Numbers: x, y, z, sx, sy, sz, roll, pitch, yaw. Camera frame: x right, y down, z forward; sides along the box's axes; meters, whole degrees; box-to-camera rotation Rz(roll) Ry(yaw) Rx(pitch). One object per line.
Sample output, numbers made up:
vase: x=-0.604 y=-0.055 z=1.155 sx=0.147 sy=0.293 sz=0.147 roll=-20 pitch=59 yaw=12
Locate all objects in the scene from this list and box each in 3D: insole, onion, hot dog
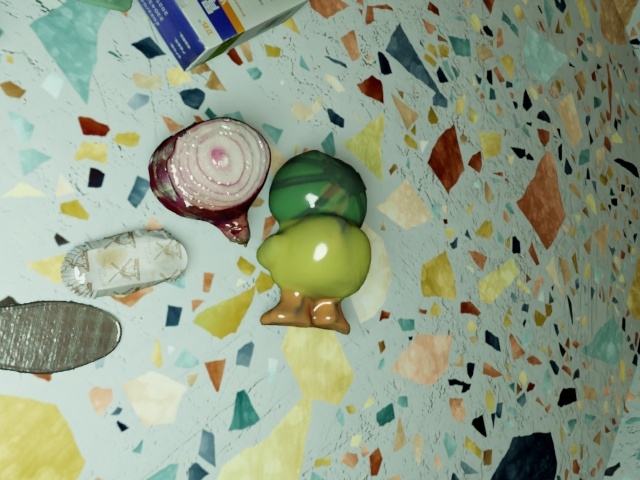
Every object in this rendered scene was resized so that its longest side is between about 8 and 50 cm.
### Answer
insole: x=-0.434 y=0.127 z=0.739 sx=0.310 sy=0.012 sz=0.110 roll=15 pitch=76 yaw=-36
onion: x=-0.174 y=-0.087 z=0.891 sx=0.195 sy=0.140 sz=0.218 roll=-30 pitch=103 yaw=-33
hot dog: x=-0.301 y=0.036 z=0.830 sx=0.192 sy=0.053 sz=0.099 roll=-14 pitch=92 yaw=-35

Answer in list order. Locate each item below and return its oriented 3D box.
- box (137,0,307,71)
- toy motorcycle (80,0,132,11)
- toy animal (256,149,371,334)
box: x=-0.174 y=-0.465 z=0.961 sx=0.299 sy=0.106 sz=0.200 roll=-43 pitch=108 yaw=-35
toy motorcycle: x=-0.398 y=-0.431 z=0.690 sx=0.327 sy=0.200 sz=0.191 roll=-1 pitch=121 yaw=-38
toy animal: x=0.002 y=-0.002 z=0.980 sx=0.216 sy=0.191 sz=0.338 roll=11 pitch=77 yaw=-36
